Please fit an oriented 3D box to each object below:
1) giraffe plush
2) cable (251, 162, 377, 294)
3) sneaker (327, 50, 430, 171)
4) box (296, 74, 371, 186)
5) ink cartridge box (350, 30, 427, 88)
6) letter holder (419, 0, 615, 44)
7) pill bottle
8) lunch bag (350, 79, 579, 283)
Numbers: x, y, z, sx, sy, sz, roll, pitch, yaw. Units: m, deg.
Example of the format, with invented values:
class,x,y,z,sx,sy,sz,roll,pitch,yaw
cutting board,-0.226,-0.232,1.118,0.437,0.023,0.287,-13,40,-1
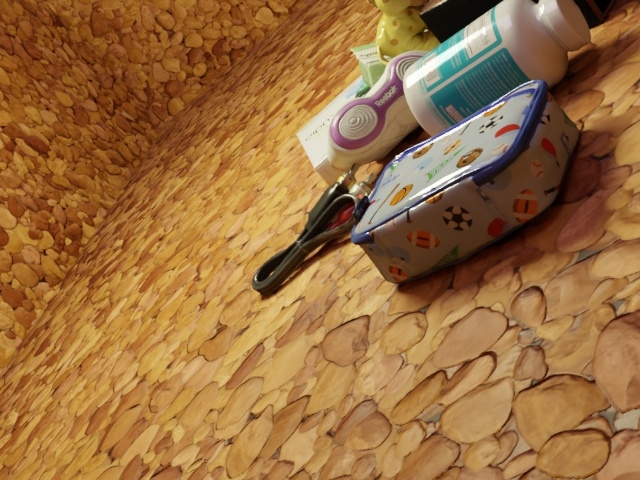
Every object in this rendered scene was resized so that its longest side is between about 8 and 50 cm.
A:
class,x,y,z,sx,sy,sz,roll,pitch,yaw
giraffe plush,0.155,-0.434,1.645,0.210,0.170,0.181,-21,44,-9
cable,0.000,0.000,1.515,0.287,0.072,0.139,-53,34,12
sneaker,0.124,-0.232,1.604,0.305,0.114,0.152,-35,-15,-19
box,0.067,-0.244,1.837,0.232,0.058,0.322,-42,20,6
ink cartridge box,0.161,-0.365,1.793,0.171,0.056,0.235,-15,19,-2
letter holder,0.354,-0.435,1.508,0.302,0.152,0.214,-14,33,56
pill bottle,0.264,-0.262,1.335,0.264,0.146,0.146,-30,24,35
lunch bag,0.181,-0.079,1.179,0.303,0.115,0.243,-26,24,41
